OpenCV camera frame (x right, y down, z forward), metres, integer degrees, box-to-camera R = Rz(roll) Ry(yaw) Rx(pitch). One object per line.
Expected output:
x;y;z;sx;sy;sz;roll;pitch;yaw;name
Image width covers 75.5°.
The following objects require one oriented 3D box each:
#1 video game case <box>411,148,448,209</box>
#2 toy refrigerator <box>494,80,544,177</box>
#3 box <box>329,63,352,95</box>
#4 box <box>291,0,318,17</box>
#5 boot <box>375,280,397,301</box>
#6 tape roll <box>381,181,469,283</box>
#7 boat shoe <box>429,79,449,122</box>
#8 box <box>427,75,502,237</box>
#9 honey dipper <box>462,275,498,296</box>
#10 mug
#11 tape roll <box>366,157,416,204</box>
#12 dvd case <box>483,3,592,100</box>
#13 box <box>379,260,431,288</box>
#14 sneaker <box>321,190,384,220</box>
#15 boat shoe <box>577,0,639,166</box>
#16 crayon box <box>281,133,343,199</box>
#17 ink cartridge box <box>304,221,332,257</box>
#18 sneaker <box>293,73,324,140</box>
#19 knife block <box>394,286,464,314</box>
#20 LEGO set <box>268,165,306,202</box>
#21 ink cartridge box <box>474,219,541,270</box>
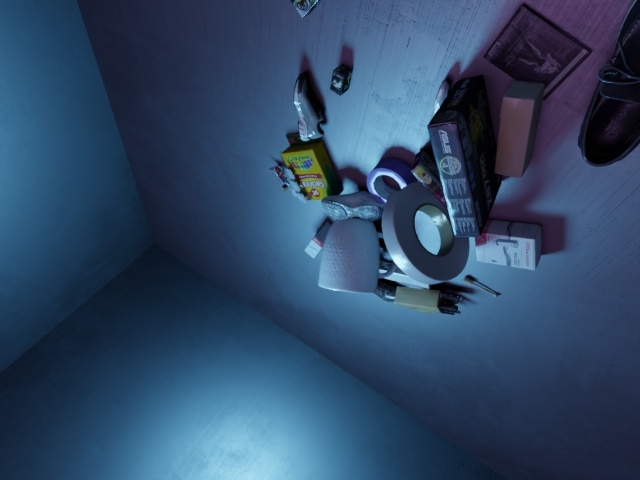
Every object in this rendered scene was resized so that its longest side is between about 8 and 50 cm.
0.414;-0.216;1.472;0.210;0.232;0.042;45;119;-6;video game case
0.595;-0.332;1.257;0.094;0.102;0.269;20;146;31;toy refrigerator
0.075;-0.587;1.514;0.052;0.062;0.083;33;146;13;box
-0.032;-0.860;1.324;0.159;0.044;0.233;50;144;-15;box
0.277;0.231;2.138;0.263;0.091;0.229;15;167;35;boot
0.400;-0.032;1.546;0.392;0.392;0.072;48;146;-11;tape roll
0.406;-0.440;1.370;0.063;0.066;0.184;15;138;11;boat shoe
0.462;-0.258;1.291;0.097;0.318;0.395;3;130;38;box
0.712;0.210;1.841;0.160;0.030;0.030;28;144;11;honey dipper
0.190;0.068;1.942;0.374;0.328;0.276;6;180;-8;mug
0.290;-0.236;1.692;0.189;0.080;0.189;25;144;20;tape roll
0.591;-0.515;1.144;0.221;0.018;0.164;38;146;4;dvd case
0.396;0.164;2.056;0.324;0.063;0.067;11;138;36;box
0.147;-0.163;1.840;0.297;0.129;0.111;8;139;21;sneaker
0.773;-0.391;0.994;0.187;0.156;0.500;26;142;23;boat shoe
-0.047;-0.334;1.901;0.202;0.081;0.318;3;131;42;crayon box
0.000;0.000;2.190;0.072;0.127;0.175;40;146;2;ink cartridge box
-0.046;-0.538;1.675;0.108;0.100;0.271;-1;129;13;sneaker
0.525;0.282;1.966;0.275;0.088;0.242;18;161;-13;knife block
-0.167;-0.274;2.031;0.182;0.060;0.244;63;166;-25;LEGO set
0.708;0.013;1.566;0.218;0.092;0.158;8;135;35;ink cartridge box
